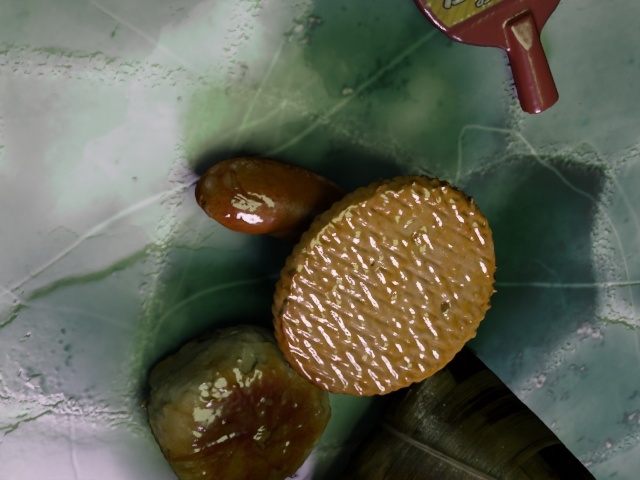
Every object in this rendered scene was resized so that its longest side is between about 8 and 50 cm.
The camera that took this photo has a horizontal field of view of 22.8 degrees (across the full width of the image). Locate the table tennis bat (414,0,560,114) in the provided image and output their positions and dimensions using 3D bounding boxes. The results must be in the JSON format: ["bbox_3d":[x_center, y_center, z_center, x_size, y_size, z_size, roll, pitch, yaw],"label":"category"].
[{"bbox_3d":[0.181,-0.266,1.581,0.200,0.038,0.310,-28,122,-11],"label":"table tennis bat"}]

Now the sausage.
[{"bbox_3d":[0.002,-0.005,1.597,0.302,0.076,0.103,37,91,-36],"label":"sausage"}]

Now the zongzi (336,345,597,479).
[{"bbox_3d":[0.138,0.296,1.720,0.288,0.286,0.134,-49,150,9],"label":"zongzi"}]

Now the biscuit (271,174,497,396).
[{"bbox_3d":[0.065,0.047,1.590,0.254,0.035,0.254,-14,123,-22],"label":"biscuit"}]

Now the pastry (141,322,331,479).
[{"bbox_3d":[-0.081,0.180,1.642,0.182,0.093,0.192,-34,126,-10],"label":"pastry"}]
